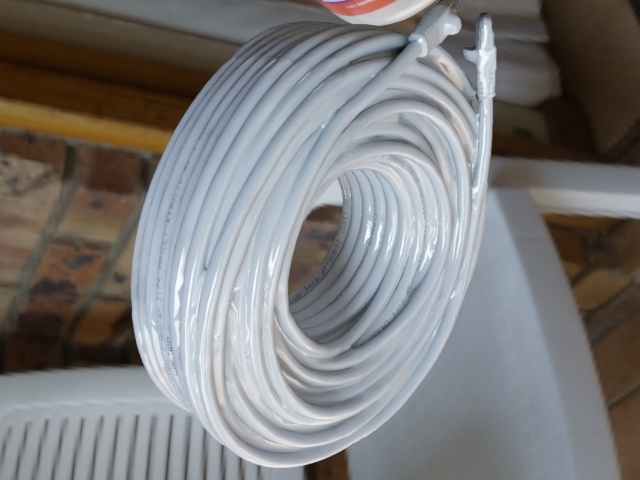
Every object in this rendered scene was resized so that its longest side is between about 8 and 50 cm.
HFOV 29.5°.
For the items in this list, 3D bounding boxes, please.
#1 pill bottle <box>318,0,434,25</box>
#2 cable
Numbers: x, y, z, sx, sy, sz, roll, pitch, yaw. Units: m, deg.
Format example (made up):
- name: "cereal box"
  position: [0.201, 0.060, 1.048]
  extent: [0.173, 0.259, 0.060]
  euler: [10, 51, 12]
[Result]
- name: "pill bottle"
  position: [-0.028, -0.301, 0.832]
  extent: [0.181, 0.323, 0.182]
  euler: [-31, 42, 33]
- name: "cable"
  position: [0.000, 0.000, 0.707]
  extent: [0.089, 0.257, 0.257]
  euler: [23, 131, 37]
